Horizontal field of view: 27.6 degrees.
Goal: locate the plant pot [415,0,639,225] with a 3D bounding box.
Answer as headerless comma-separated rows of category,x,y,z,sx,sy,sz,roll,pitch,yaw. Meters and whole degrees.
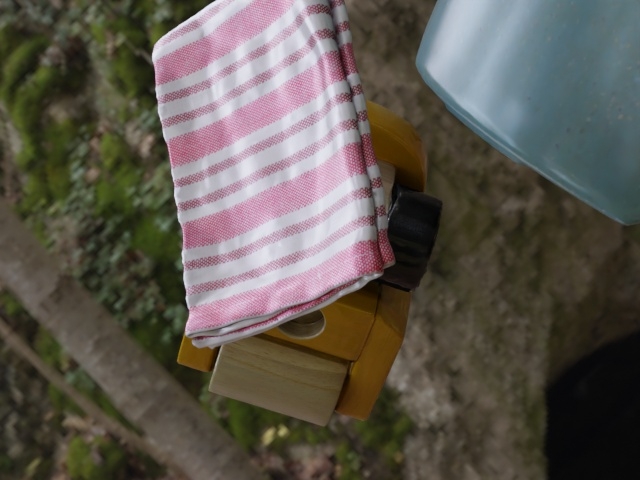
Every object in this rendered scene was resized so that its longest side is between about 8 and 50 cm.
plant pot,0.225,-0.160,0.533,0.334,0.341,0.341,-63,-8,17

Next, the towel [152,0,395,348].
towel,-0.034,-0.052,0.707,0.144,0.197,0.029,-25,-22,40

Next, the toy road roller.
toy road roller,0.000,0.000,1.309,0.241,0.202,0.330,-75,4,-51
